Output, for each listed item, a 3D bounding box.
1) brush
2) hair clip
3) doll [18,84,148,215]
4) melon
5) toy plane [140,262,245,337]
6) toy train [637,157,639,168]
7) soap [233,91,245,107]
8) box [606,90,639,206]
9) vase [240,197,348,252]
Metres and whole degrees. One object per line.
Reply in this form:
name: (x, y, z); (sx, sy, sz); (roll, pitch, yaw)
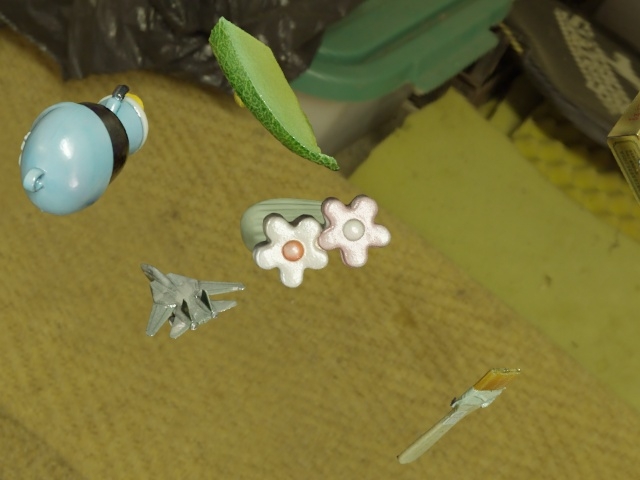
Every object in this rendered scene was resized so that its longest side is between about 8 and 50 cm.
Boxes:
brush: (0.243, 0.330, 1.723); (0.086, 0.336, 0.020); (4, 50, -35)
hair clip: (0.000, -0.001, 1.743); (0.257, 0.075, 0.146); (-16, 84, 3)
doll: (-0.367, -0.142, 1.437); (0.141, 0.177, 0.314); (23, 28, 4)
melon: (-0.061, -0.195, 1.305); (0.261, 0.053, 0.114); (55, 32, 10)
toy plane: (-0.289, 0.108, 1.830); (0.212, 0.088, 0.267); (-28, 28, -26)
toy train: (0.371, -0.183, 0.709); (0.089, 0.086, 0.409); (43, 64, -9)
soap: (-0.145, -0.326, 1.922); (0.045, 0.088, 0.140); (15, 25, 3)
box: (0.608, -0.141, 1.643); (0.159, 0.071, 0.240); (-50, 120, -26)
vase: (-0.046, -0.033, 2.035); (0.248, 0.128, 0.128); (-6, 45, 22)
